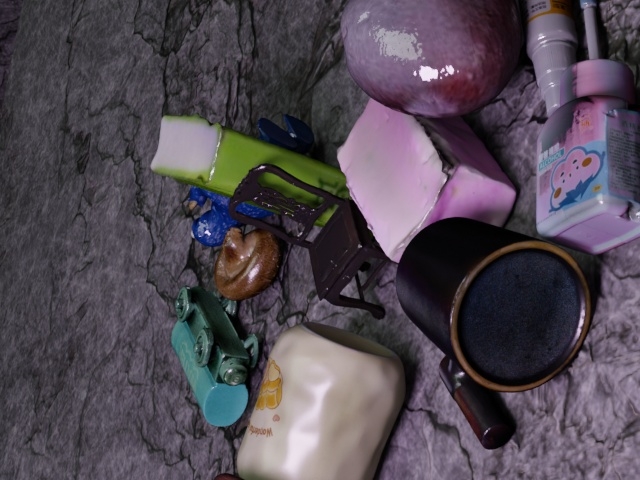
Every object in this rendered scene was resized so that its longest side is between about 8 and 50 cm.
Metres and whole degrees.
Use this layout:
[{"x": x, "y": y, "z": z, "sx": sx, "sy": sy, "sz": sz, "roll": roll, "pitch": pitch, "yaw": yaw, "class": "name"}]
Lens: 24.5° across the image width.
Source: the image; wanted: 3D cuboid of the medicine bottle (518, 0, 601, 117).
[{"x": 0.281, "y": -0.240, "z": 1.713, "sx": 0.092, "sy": 0.061, "sz": 0.220, "roll": -24, "pitch": 52, "yaw": 30, "class": "medicine bottle"}]

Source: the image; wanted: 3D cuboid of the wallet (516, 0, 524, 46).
[{"x": 0.209, "y": -0.280, "z": 1.883, "sx": 0.190, "sy": 0.033, "sz": 0.095, "roll": 42, "pitch": 112, "yaw": 60, "class": "wallet"}]

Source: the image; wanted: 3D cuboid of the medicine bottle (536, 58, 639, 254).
[{"x": 0.294, "y": -0.093, "z": 1.560, "sx": 0.119, "sy": 0.094, "sz": 0.188, "roll": -31, "pitch": 48, "yaw": 52, "class": "medicine bottle"}]

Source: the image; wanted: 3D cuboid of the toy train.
[{"x": -0.167, "y": 0.172, "z": 2.232, "sx": 0.248, "sy": 0.101, "sz": 0.159, "roll": -125, "pitch": 45, "yaw": -58, "class": "toy train"}]

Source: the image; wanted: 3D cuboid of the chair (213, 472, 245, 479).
[{"x": -0.063, "y": 0.489, "z": 1.720, "sx": 0.226, "sy": 0.227, "sz": 0.400, "roll": -2, "pitch": 74, "yaw": 60, "class": "chair"}]

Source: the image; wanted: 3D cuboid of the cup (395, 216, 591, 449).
[{"x": 0.164, "y": 0.094, "z": 1.615, "sx": 0.239, "sy": 0.166, "sz": 0.177, "roll": -68, "pitch": 25, "yaw": 5, "class": "cup"}]

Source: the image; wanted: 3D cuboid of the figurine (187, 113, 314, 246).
[{"x": -0.106, "y": -0.074, "z": 2.217, "sx": 0.120, "sy": 0.164, "sz": 0.262, "roll": 57, "pitch": 136, "yaw": 22, "class": "figurine"}]

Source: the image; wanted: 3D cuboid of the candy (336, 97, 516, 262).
[{"x": 0.122, "y": -0.081, "z": 1.834, "sx": 0.155, "sy": 0.116, "sz": 0.265, "roll": -60, "pitch": 31, "yaw": 22, "class": "candy"}]

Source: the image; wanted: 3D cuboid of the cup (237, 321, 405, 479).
[{"x": 0.017, "y": 0.217, "z": 1.853, "sx": 0.173, "sy": 0.255, "sz": 0.202, "roll": 21, "pitch": 95, "yaw": 19, "class": "cup"}]

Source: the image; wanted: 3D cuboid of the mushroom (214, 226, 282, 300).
[{"x": -0.109, "y": 0.034, "z": 2.212, "sx": 0.126, "sy": 0.085, "sz": 0.109, "roll": -14, "pitch": 84, "yaw": 47, "class": "mushroom"}]

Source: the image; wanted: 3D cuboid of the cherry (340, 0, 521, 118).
[{"x": 0.133, "y": -0.240, "z": 1.747, "sx": 0.213, "sy": 0.183, "sz": 0.266, "roll": -20, "pitch": 30, "yaw": 0, "class": "cherry"}]

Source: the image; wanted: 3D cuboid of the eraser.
[{"x": -0.070, "y": -0.086, "z": 2.010, "sx": 0.210, "sy": 0.274, "sz": 0.092, "roll": 15, "pitch": 86, "yaw": 61, "class": "eraser"}]

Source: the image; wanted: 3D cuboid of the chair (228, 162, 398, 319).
[{"x": 0.000, "y": 0.000, "z": 1.888, "sx": 0.106, "sy": 0.229, "sz": 0.113, "roll": -54, "pitch": 30, "yaw": 30, "class": "chair"}]
